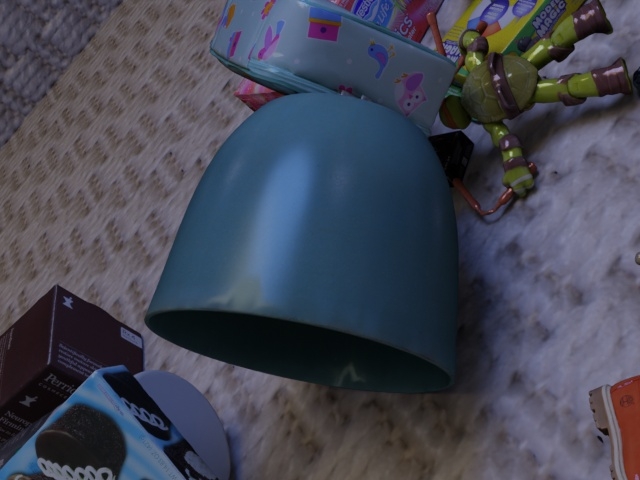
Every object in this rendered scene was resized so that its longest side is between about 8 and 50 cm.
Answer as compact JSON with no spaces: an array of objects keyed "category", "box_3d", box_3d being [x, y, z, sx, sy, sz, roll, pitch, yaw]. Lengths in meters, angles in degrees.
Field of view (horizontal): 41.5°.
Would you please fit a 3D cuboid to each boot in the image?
[{"category":"boot","box_3d":[0.258,0.161,0.622,0.084,0.059,0.158,-28,39,24]}]

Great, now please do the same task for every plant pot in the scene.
[{"category":"plant pot","box_3d":[0.000,0.000,0.827,0.293,0.293,0.235,-9,64,46]}]

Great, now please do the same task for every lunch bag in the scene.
[{"category":"lunch bag","box_3d":[0.010,-0.195,0.933,0.108,0.224,0.279,-65,28,9]}]

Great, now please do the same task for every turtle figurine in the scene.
[{"category":"turtle figurine","box_3d":[0.209,-0.179,0.917,0.217,0.087,0.269,-22,63,26]}]

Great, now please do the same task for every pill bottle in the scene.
[{"category":"pill bottle","box_3d":[-0.292,0.304,1.009,0.361,0.204,0.204,-33,38,27]}]

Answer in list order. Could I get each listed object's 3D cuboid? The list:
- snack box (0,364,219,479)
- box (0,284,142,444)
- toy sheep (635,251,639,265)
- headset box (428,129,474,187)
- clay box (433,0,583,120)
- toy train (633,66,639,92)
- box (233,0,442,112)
[{"category":"snack box","box_3d":[-0.164,0.302,0.811,0.187,0.060,0.322,-45,78,11]},{"category":"box","box_3d":[-0.389,0.212,1.242,0.203,0.168,0.167,-40,35,18]},{"category":"toy sheep","box_3d":[0.312,0.024,0.658,0.132,0.091,0.091,8,64,32]},{"category":"headset box","box_3d":[0.137,-0.094,1.022,0.083,0.032,0.062,-4,57,47]},{"category":"clay box","box_3d":[0.224,-0.259,1.052,0.222,0.053,0.127,-51,34,1]},{"category":"toy train","box_3d":[0.382,-0.199,0.835,0.158,0.027,0.036,-34,27,27]},{"category":"box","box_3d":[0.030,-0.288,1.221,0.142,0.154,0.300,12,69,53]}]
